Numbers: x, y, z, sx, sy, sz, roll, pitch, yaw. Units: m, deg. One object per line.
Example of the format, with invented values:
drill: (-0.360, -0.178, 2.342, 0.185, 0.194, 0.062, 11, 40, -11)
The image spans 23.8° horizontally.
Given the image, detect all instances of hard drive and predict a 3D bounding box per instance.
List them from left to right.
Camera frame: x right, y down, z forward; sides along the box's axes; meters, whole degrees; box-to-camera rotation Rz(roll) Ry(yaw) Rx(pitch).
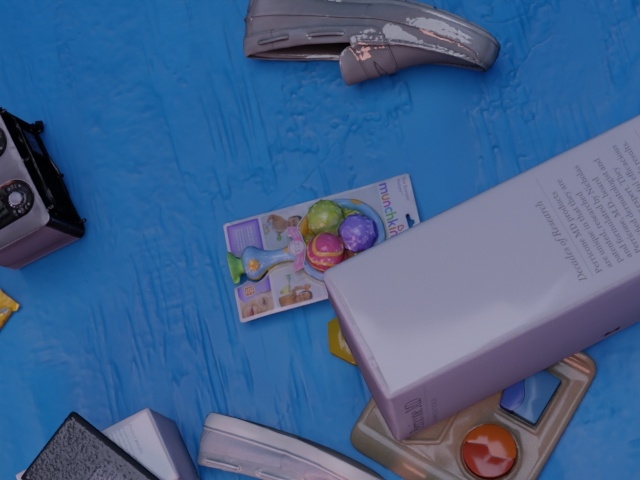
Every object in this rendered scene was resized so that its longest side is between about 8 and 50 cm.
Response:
hard drive: (-0.251, 0.265, 1.672, 0.135, 0.022, 0.094, 36, 85, 14)

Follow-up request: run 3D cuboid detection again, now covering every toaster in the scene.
toaster: (-0.375, -0.064, 1.838, 0.110, 0.185, 0.168, -27, 82, 4)

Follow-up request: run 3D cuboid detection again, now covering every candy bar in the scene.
candy bar: (-0.432, 0.133, 1.873, 0.040, 0.018, 0.161, 34, 83, 15)

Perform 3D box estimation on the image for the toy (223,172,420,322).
toy: (0.000, 0.000, 1.805, 0.237, 0.056, 0.137, -17, 62, 10)

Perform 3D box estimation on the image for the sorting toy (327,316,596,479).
sorting toy: (0.134, 0.165, 1.760, 0.307, 0.041, 0.229, 29, 82, 14)

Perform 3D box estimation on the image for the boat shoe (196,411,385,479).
boat shoe: (-0.038, 0.266, 1.751, 0.227, 0.079, 0.081, 17, 86, 19)

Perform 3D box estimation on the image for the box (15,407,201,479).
box: (-0.240, 0.276, 1.748, 0.170, 0.130, 0.091, -27, 74, 1)

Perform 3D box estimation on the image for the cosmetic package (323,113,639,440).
cosmetic package: (0.244, 0.031, 1.655, 0.453, 0.230, 0.161, -26, 71, -3)

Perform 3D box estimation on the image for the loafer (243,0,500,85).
loafer: (0.058, -0.238, 1.842, 0.319, 0.112, 0.111, 13, 84, 20)
